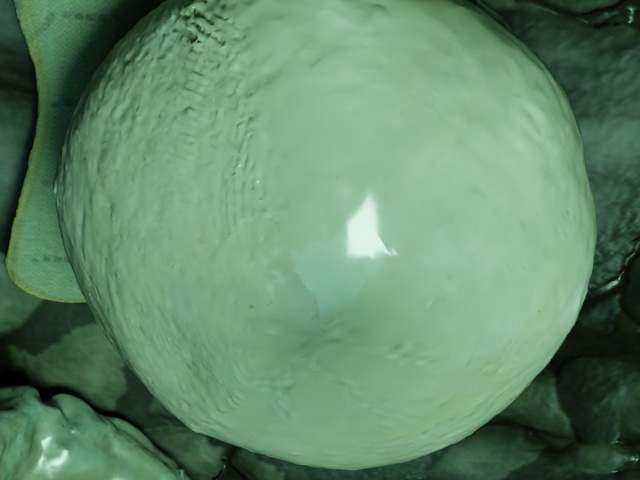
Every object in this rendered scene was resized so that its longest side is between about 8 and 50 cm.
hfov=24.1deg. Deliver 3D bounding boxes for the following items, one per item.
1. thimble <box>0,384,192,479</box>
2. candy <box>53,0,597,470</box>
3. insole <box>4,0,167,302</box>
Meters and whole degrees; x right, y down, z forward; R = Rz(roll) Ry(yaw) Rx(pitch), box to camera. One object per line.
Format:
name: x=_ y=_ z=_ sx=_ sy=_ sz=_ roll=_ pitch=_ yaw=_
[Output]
thimble: x=-0.192 y=0.244 z=0.941 sx=0.195 sy=0.291 sz=0.291 roll=-33 pitch=124 yaw=25
candy: x=0.000 y=0.000 z=0.738 sx=0.295 sy=0.185 sz=0.295 roll=1 pitch=126 yaw=1
insole: x=-0.109 y=-0.080 z=0.782 sx=0.119 sy=0.009 sz=0.348 roll=3 pitch=137 yaw=-17
